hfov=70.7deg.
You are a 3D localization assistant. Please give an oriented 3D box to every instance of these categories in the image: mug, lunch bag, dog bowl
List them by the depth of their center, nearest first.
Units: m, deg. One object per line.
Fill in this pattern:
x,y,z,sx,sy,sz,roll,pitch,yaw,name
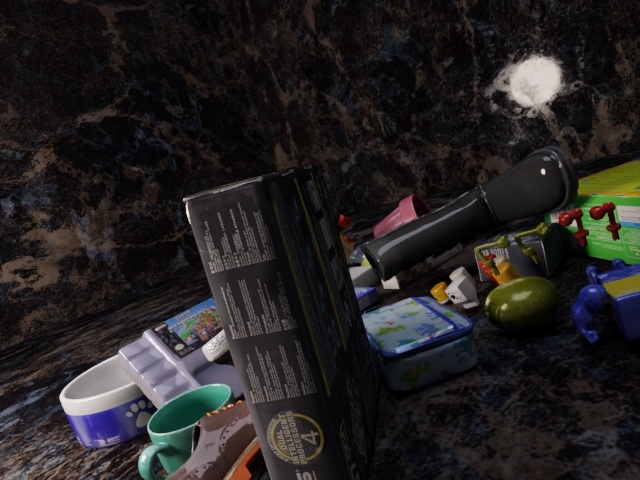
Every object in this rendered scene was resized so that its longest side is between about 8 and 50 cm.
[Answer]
-0.193,0.300,0.680,0.157,0.097,0.129,-22,11,-27,mug
0.168,0.174,0.813,0.176,0.090,0.219,-15,10,-7,lunch bag
-0.396,0.314,0.963,0.265,0.104,0.265,-16,8,2,dog bowl

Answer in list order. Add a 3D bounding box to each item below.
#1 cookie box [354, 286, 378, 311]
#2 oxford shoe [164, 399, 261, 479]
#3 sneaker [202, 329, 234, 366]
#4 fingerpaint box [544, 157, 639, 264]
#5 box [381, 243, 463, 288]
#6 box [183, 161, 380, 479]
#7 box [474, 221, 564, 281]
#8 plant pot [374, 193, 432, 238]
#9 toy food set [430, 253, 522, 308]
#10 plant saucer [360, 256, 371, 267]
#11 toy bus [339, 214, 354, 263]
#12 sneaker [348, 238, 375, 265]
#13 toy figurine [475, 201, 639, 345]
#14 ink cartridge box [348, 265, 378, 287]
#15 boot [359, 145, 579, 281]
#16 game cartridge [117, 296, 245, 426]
0.084,0.162,1.194,0.107,0.040,0.092,-24,11,-39,cookie box
-0.110,0.247,0.607,0.271,0.098,0.097,-50,-10,-52,oxford shoe
-0.091,0.206,0.768,0.101,0.153,0.268,-39,-14,4,sneaker
0.777,-0.078,0.955,0.371,0.163,0.445,-19,9,-7,fingerpaint box
0.306,0.056,1.349,0.324,0.063,0.067,-24,11,-35,box
-0.014,0.103,0.597,0.097,0.395,0.318,-13,10,11,box
0.483,0.028,1.094,0.158,0.093,0.156,-8,13,41,box
0.297,-0.033,1.574,0.180,0.201,0.201,-30,2,27,plant pot
0.352,0.106,0.959,0.111,0.104,0.232,-39,2,-33,toy food set
0.228,0.032,1.419,0.188,0.045,0.188,-24,-4,-36,plant saucer
0.006,0.011,1.405,0.191,0.202,0.104,-17,7,-39,toy bus
0.170,0.030,1.701,0.163,0.086,0.226,-6,15,39,sneaker
0.443,0.064,0.680,0.362,0.191,0.217,-17,14,11,toy figurine
0.000,0.148,1.381,0.275,0.060,0.239,-7,14,46,ink cartridge box
0.322,-0.047,1.082,0.445,0.146,0.367,-21,-9,-1,boot
-0.192,0.215,0.923,0.230,0.068,0.355,39,39,22,game cartridge
